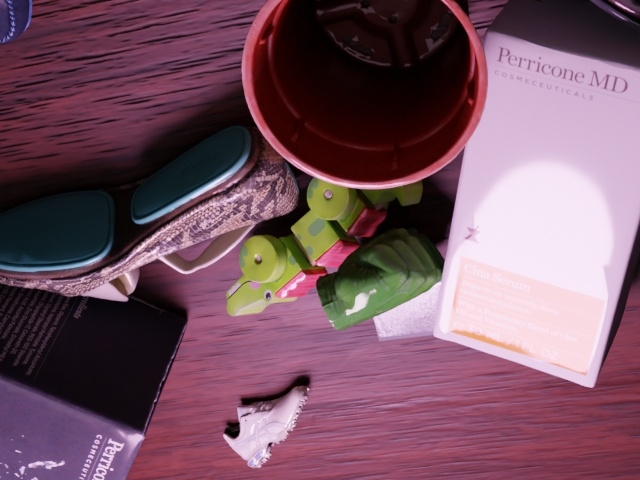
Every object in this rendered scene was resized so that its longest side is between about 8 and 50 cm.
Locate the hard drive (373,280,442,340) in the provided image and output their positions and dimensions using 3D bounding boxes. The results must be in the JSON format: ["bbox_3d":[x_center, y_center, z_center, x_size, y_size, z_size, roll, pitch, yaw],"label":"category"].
[{"bbox_3d":[0.139,0.095,1.873,0.135,0.022,0.094,-8,119,15],"label":"hard drive"}]

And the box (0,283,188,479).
[{"bbox_3d":[-0.512,0.273,1.942,0.471,0.297,0.480,22,122,-6],"label":"box"}]

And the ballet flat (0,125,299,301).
[{"bbox_3d":[-0.246,-0.007,1.817,0.482,0.164,0.182,-20,135,19],"label":"ballet flat"}]

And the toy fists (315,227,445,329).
[{"bbox_3d":[0.086,0.043,1.715,0.142,0.279,0.096,-24,85,11],"label":"toy fists"}]

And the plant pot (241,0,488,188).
[{"bbox_3d":[0.065,-0.241,1.541,0.272,0.265,0.272,4,121,7],"label":"plant pot"}]

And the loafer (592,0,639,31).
[{"bbox_3d":[0.333,-0.325,1.466,0.302,0.109,0.095,33,138,4],"label":"loafer"}]

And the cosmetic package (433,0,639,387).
[{"bbox_3d":[0.297,-0.061,1.632,0.230,0.161,0.453,17,125,17],"label":"cosmetic package"}]

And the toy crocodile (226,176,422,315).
[{"bbox_3d":[0.000,0.000,1.758,0.340,0.115,0.105,-42,68,24],"label":"toy crocodile"}]

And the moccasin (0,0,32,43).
[{"bbox_3d":[-0.477,-0.393,1.631,0.137,0.117,0.342,-15,117,18],"label":"moccasin"}]

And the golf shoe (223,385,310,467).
[{"bbox_3d":[-0.086,0.273,1.998,0.086,0.069,0.176,36,119,-5],"label":"golf shoe"}]
